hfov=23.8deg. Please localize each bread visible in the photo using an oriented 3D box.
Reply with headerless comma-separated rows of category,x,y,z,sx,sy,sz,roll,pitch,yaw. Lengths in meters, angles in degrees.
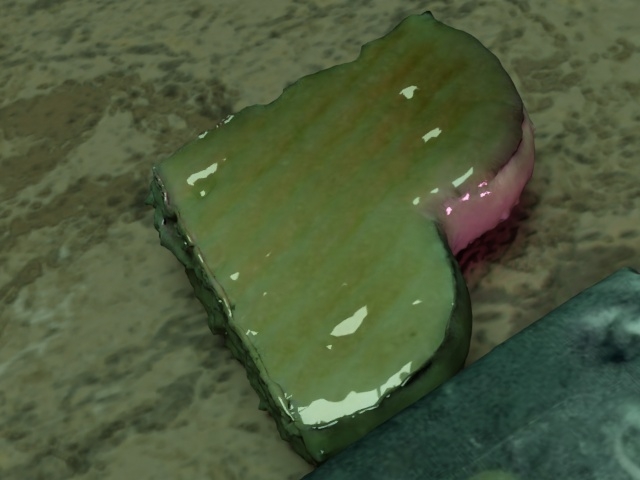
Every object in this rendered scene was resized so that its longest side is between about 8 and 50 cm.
bread,0.000,0.000,0.661,0.173,0.064,0.232,4,51,20

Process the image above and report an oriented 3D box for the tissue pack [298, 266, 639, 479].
tissue pack,0.061,0.145,0.509,0.257,0.081,0.185,-33,50,-10
